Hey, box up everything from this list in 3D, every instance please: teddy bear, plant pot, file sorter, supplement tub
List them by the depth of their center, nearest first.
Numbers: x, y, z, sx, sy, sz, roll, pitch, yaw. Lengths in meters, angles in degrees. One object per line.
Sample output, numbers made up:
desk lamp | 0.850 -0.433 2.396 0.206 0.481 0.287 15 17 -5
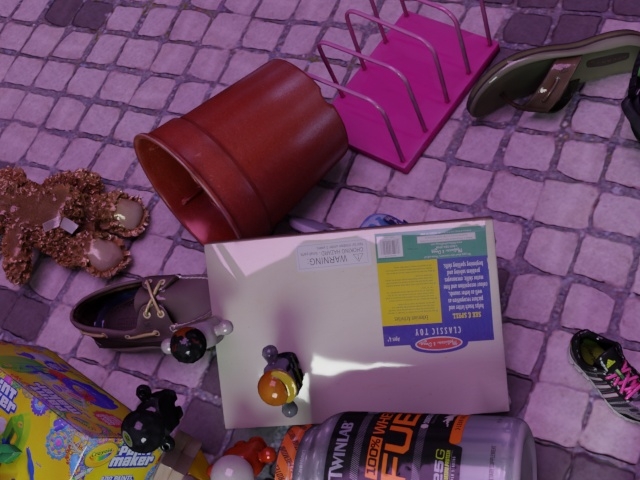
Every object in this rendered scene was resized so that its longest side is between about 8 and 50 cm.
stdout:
supplement tub | 0.112 0.320 1.357 0.316 0.193 0.194 -2 59 19
plant pot | -0.114 -0.139 1.704 0.265 0.272 0.272 -40 54 -18
file sorter | 0.125 -0.304 1.751 0.202 0.182 0.291 27 72 31
teddy bear | -0.465 -0.028 1.857 0.338 0.113 0.245 -2 66 10

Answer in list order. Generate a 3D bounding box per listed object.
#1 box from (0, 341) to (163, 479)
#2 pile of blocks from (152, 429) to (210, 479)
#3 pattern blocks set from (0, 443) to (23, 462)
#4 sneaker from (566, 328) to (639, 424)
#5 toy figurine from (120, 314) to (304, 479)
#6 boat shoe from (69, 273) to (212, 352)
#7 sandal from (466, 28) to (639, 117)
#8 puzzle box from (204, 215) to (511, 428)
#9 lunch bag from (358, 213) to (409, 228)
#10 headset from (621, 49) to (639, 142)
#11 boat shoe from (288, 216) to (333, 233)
box | -0.421 0.332 1.501 0.290 0.177 0.279 29 96 32
pile of blocks | -0.140 0.431 1.452 0.113 0.149 0.362 -65 37 28
pattern blocks set | -0.466 0.425 1.388 0.285 0.026 0.325 6 83 30
sneaker | 0.396 0.180 1.413 0.063 0.075 0.170 -39 55 -7
toy figurine | -0.140 0.217 1.411 0.213 0.148 0.209 29 100 5
boat shoe | -0.255 0.107 1.621 0.324 0.096 0.117 -12 63 38
sandal | 0.380 -0.254 1.674 0.302 0.120 0.086 -15 69 10
puzzle box | 0.052 0.118 1.473 0.409 0.052 0.272 -4 95 9
lunch bag | 0.089 0.078 1.584 0.219 0.090 0.176 -45 59 -10
headset | 0.528 -0.206 1.493 0.243 0.185 0.394 -27 47 52
boat shoe | 0.000 0.000 1.692 0.142 0.049 0.040 26 110 37
